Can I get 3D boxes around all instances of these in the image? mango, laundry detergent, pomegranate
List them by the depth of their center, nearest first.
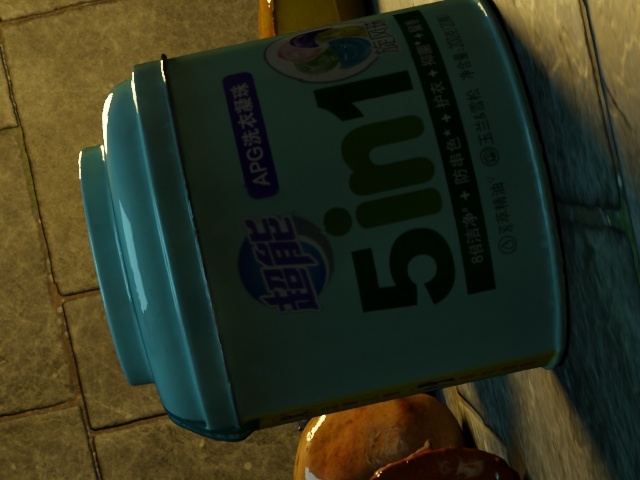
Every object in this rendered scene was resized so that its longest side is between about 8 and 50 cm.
[{"bbox_3d":[-0.007,-0.012,1.164,0.287,0.305,0.287,168,90,-87],"label":"laundry detergent"},{"bbox_3d":[0.078,0.262,1.856,0.215,0.215,0.215,168,90,-87],"label":"pomegranate"},{"bbox_3d":[-0.012,-0.301,1.901,0.167,0.130,0.262,-98,4,-53],"label":"mango"}]

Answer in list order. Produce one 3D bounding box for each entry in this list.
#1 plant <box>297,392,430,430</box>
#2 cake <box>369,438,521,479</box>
[{"bbox_3d":[0.046,0.168,2.168,0.276,0.188,0.199,83,175,-61],"label":"plant"},{"bbox_3d":[0.120,0.327,1.459,0.151,0.177,0.283,84,172,-71],"label":"cake"}]
